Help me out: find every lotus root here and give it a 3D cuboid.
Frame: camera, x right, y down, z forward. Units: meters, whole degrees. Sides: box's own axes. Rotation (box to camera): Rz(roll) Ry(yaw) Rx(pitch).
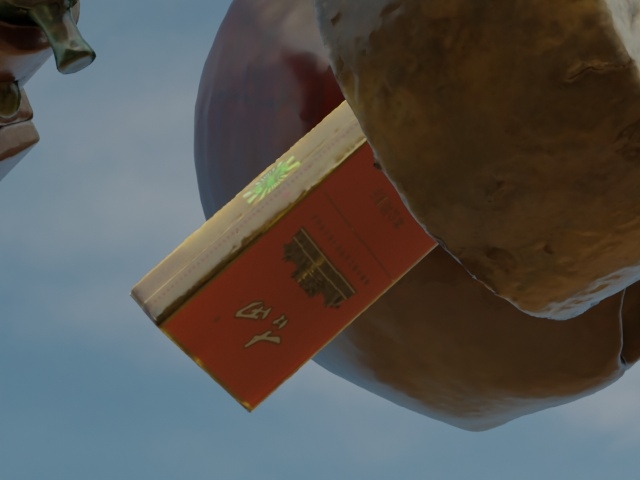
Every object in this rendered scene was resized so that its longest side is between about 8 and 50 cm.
[{"bbox_3d":[0.060,-0.047,0.431,0.081,0.112,0.122,-18,-50,43],"label":"lotus root"}]

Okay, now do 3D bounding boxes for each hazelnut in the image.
[{"bbox_3d":[0.089,-0.066,1.403,0.402,0.429,0.402,-8,-78,-44],"label":"hazelnut"}]

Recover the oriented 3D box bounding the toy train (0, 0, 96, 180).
[{"bbox_3d":[-0.225,-0.161,1.074,0.150,0.221,0.304,-19,-11,-38],"label":"toy train"}]

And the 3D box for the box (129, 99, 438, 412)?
[{"bbox_3d":[0.000,0.000,0.685,0.133,0.023,0.090,-41,-35,-3],"label":"box"}]
